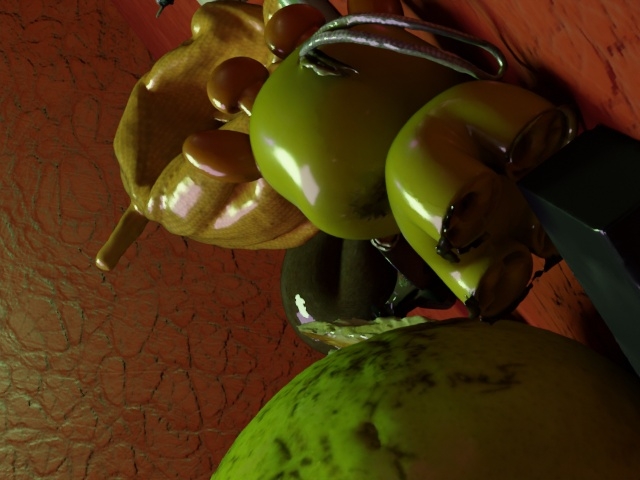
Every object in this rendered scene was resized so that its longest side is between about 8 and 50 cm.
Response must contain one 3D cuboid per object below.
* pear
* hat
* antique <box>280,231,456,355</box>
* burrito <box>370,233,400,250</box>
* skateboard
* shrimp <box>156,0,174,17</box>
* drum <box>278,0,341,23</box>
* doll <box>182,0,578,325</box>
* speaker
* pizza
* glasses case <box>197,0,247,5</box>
[{"bbox_3d":[0.087,0.235,0.889,0.391,0.391,0.391,52,176,5],"label":"pear"},{"bbox_3d":[-0.067,-0.048,1.037,0.233,0.233,0.244,53,177,-35],"label":"hat"},{"bbox_3d":[0.000,0.000,1.387,0.257,0.143,0.121,54,178,12],"label":"antique"},{"bbox_3d":[0.045,-0.035,1.180,0.041,0.055,0.149,11,-168,-11],"label":"burrito"},{"bbox_3d":[0.077,0.036,1.246,0.067,0.080,0.151,46,175,21],"label":"skateboard"},{"bbox_3d":[-0.162,-0.277,1.212,0.174,0.082,0.076,60,179,-12],"label":"shrimp"},{"bbox_3d":[-0.016,-0.153,0.837,0.253,0.049,0.130,51,176,17],"label":"drum"},{"bbox_3d":[0.026,-0.053,0.702,0.221,0.143,0.135,40,171,39],"label":"doll"},{"bbox_3d":[0.169,0.053,0.609,0.218,0.044,0.082,53,176,-23],"label":"speaker"},{"bbox_3d":[0.096,0.103,1.235,0.262,0.034,0.181,5,157,44],"label":"pizza"},{"bbox_3d":[-0.096,-0.233,1.035,0.083,0.050,0.196,53,177,22],"label":"glasses case"}]
